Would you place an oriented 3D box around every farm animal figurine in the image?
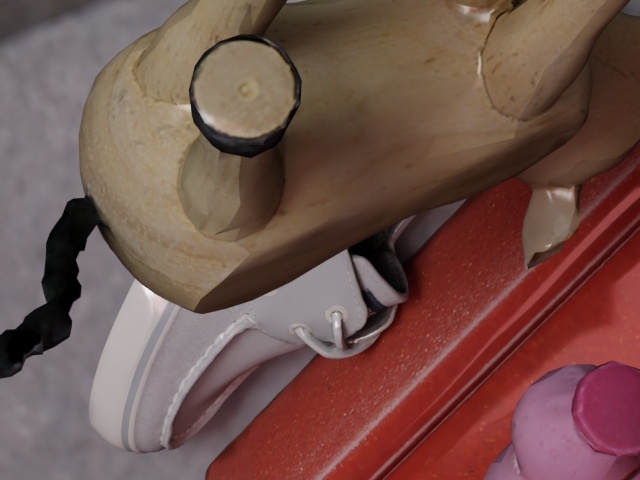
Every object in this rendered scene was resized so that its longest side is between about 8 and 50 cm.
[{"bbox_3d":[0.137,-0.017,0.455,0.330,0.172,0.326,32,68,-1],"label":"farm animal figurine"}]

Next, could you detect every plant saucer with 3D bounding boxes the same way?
[{"bbox_3d":[0.126,0.086,0.586,0.258,0.048,0.259,44,111,3],"label":"plant saucer"}]

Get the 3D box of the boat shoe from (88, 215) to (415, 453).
[{"bbox_3d":[0.000,0.000,0.595,0.063,0.066,0.184,40,100,16],"label":"boat shoe"}]
